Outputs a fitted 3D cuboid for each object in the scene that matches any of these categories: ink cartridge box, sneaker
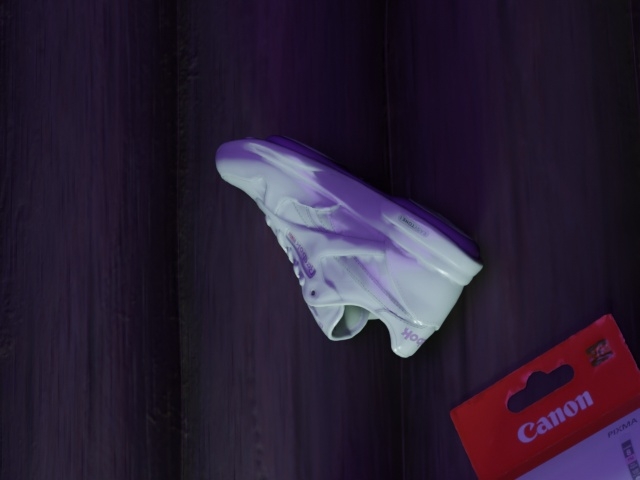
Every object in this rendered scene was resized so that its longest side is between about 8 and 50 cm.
[{"bbox_3d":[0.217,0.204,1.709,0.189,0.066,0.232,-34,68,21],"label":"ink cartridge box"},{"bbox_3d":[0.000,0.000,1.852,0.305,0.114,0.152,30,94,33],"label":"sneaker"}]
